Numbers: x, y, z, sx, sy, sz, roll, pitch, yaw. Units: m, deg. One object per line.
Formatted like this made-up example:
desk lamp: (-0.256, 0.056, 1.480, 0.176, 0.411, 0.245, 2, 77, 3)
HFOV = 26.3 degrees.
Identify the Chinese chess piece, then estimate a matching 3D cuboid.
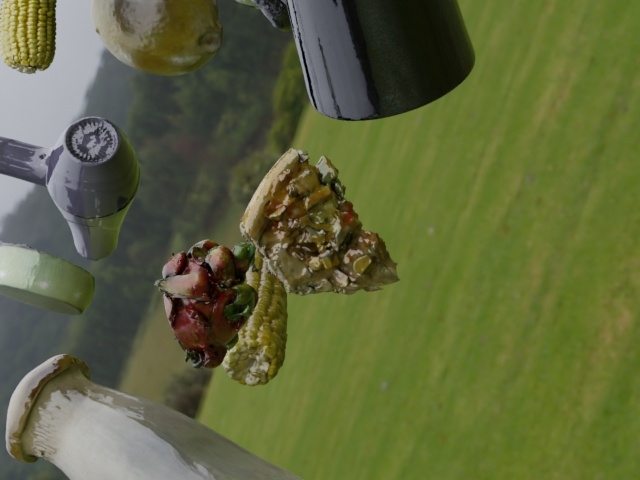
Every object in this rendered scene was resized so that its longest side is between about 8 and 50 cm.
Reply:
Chinese chess piece: (-0.214, 0.030, 1.044, 0.084, 0.084, 0.034, 132, 156, -75)

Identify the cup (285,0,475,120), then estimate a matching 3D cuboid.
cup: (0.041, -0.247, 1.310, 0.239, 0.166, 0.177, -99, -10, -59)

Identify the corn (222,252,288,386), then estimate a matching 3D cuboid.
corn: (-0.106, 0.114, 2.098, 0.363, 0.120, 0.120, -107, 34, -69)

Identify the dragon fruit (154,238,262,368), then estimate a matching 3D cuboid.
dragon fruit: (-0.124, 0.068, 1.558, 0.175, 0.142, 0.138, -34, 64, 47)

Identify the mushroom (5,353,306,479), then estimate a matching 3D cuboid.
mushroom: (-0.143, 0.249, 1.370, 0.154, 0.407, 0.137, -39, -32, -57)

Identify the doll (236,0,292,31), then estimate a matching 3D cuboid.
doll: (-0.054, -0.381, 1.861, 0.143, 0.135, 0.234, -60, 6, -12)

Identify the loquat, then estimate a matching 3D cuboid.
loquat: (-0.207, -0.288, 1.766, 0.152, 0.195, 0.152, -34, -40, -34)

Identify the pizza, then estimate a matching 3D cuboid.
pizza: (0.000, 0.000, 1.691, 0.147, 0.226, 0.069, -40, 14, -17)

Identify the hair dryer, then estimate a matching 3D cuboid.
hair dryer: (-0.417, -0.092, 1.807, 0.301, 0.361, 0.121, 110, 175, -64)

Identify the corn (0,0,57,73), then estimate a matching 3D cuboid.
corn: (-0.351, -0.302, 1.649, 0.072, 0.072, 0.203, 175, 96, -83)
